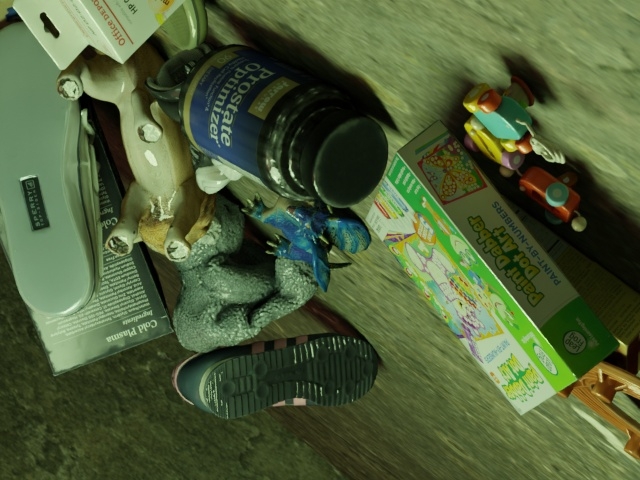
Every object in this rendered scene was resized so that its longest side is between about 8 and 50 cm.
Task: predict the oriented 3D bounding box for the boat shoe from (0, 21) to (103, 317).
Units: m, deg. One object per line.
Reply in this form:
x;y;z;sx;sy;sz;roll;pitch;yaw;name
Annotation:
-0.331;-0.089;2.211;0.156;0.136;0.367;-8;-95;-81;boat shoe

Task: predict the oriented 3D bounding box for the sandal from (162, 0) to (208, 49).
-0.227;-0.306;1.779;0.303;0.086;0.120;49;166;-25;sandal

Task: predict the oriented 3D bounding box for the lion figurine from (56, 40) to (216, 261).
-0.210;-0.128;2.150;0.142;0.240;0.392;1;124;8;lion figurine

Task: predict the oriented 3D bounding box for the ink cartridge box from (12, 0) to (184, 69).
-0.190;-0.244;1.657;0.061;0.181;0.104;32;164;40;ink cartridge box

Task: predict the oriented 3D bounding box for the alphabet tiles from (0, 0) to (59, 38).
-0.437;-0.305;2.085;0.342;0.285;0.011;70;-174;-64;alphabet tiles

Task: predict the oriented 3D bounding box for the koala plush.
-0.151;0.019;2.436;0.221;0.203;0.196;61;160;-19;koala plush

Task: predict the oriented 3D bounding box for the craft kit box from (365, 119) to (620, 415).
0.146;0.033;1.581;0.246;0.061;0.250;49;168;7;craft kit box

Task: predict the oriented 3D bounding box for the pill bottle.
-0.036;-0.112;1.761;0.219;0.123;0.123;29;161;45;pill bottle

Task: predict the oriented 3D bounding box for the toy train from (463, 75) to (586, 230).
0.174;-0.077;1.428;0.125;0.046;0.166;37;169;19;toy train

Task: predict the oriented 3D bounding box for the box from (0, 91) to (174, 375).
-0.350;-0.020;2.468;0.343;0.179;0.312;-127;16;-76;box

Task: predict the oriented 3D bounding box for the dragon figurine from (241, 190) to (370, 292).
0.000;0.000;2.097;0.144;0.085;0.289;34;163;36;dragon figurine

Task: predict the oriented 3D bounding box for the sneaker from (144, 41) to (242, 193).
-0.126;-0.144;2.003;0.153;0.101;0.268;52;168;-6;sneaker

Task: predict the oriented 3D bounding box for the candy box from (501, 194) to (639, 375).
0.227;0.047;1.645;0.187;0.053;0.109;39;167;23;candy box

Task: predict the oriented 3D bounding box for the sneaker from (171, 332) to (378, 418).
-0.066;0.182;2.516;0.319;0.112;0.131;-1;-173;-39;sneaker

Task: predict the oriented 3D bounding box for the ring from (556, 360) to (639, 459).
0.351;0.203;1.691;0.336;0.032;0.336;32;172;5;ring
